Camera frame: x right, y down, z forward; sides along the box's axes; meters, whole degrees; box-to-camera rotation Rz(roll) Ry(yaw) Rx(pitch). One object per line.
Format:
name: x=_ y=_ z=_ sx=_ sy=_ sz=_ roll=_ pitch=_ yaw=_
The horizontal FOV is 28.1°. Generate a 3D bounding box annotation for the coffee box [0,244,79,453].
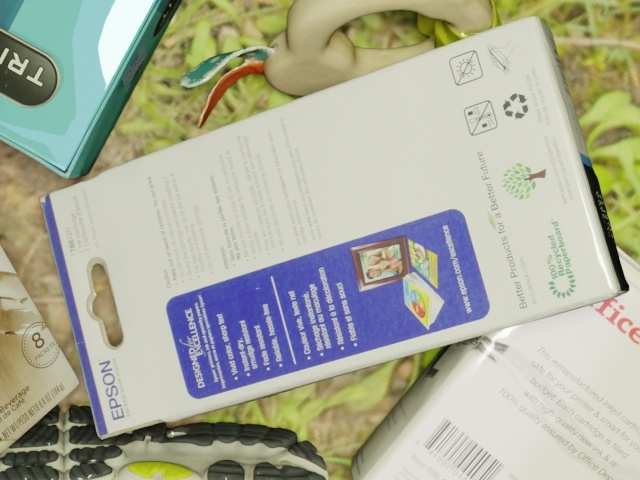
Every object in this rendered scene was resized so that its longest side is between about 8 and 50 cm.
coffee box: x=-0.268 y=0.024 z=0.732 sx=0.098 sy=0.141 sz=0.246 roll=-8 pitch=116 yaw=42

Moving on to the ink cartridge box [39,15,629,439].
ink cartridge box: x=0.000 y=0.000 z=0.768 sx=0.332 sy=0.065 sz=0.165 roll=-17 pitch=84 yaw=19

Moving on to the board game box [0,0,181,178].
board game box: x=-0.179 y=-0.245 z=0.779 sx=0.253 sy=0.079 sz=0.336 roll=29 pitch=94 yaw=-2

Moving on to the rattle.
rattle: x=0.006 y=-0.158 z=0.796 sx=0.199 sy=0.130 sz=0.143 roll=-12 pitch=84 yaw=27

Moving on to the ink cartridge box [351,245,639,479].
ink cartridge box: x=0.146 y=0.113 z=0.807 sx=0.158 sy=0.092 sz=0.218 roll=39 pitch=95 yaw=-4

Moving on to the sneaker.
sneaker: x=-0.131 y=0.175 z=0.808 sx=0.275 sy=0.107 sz=0.110 roll=7 pitch=108 yaw=1
